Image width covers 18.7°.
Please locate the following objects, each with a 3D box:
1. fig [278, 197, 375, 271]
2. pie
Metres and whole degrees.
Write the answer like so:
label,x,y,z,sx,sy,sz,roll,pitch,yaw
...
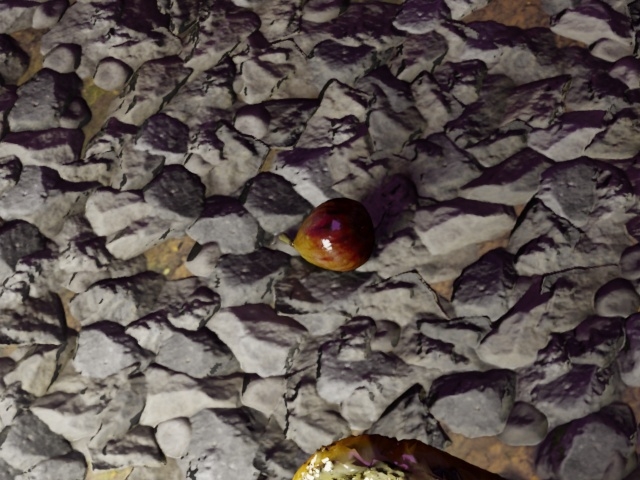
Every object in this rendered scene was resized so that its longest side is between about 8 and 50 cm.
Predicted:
label,x,y,z,sx,sy,sz,roll,pitch,yaw
fig,0.000,0.000,2.256,0.125,0.089,0.089,-17,49,33
pie,0.070,0.281,1.919,0.308,0.308,0.085,-13,61,5
